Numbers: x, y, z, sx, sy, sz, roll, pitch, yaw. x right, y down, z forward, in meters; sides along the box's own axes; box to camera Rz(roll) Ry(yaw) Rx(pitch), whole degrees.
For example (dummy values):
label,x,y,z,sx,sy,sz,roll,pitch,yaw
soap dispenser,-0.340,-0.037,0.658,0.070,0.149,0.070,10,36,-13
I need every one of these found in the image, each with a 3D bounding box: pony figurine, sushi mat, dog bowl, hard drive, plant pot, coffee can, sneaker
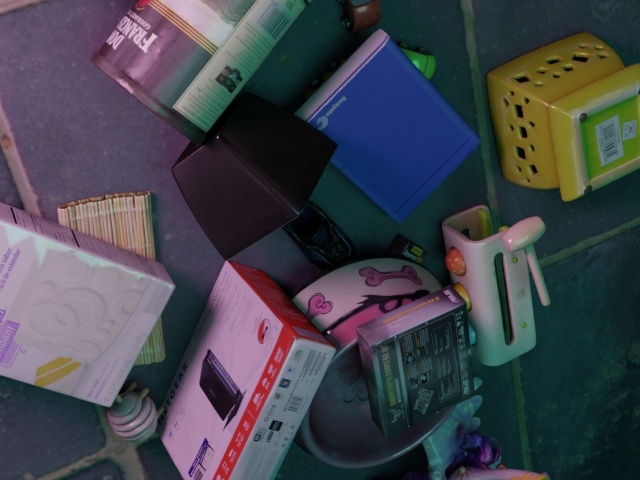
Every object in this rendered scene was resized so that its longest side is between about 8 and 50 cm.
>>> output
label,x,y,z,sx,sy,sz,roll,pitch,yaw
pony figurine,0.272,0.473,2.166,0.351,0.363,0.302,-37,117,-26
sushi mat,-0.337,0.073,1.835,0.151,0.019,0.316,-12,117,-20
dog bowl,0.087,0.234,2.006,0.408,0.150,0.408,-16,128,-21
hard drive,0.117,-0.183,1.887,0.210,0.040,0.319,-45,134,6
plant pot,0.455,-0.210,1.989,0.227,0.207,0.228,-25,122,-15
coffee can,-0.171,-0.308,1.634,0.201,0.201,0.275,37,92,-34
plant pot,-0.115,-0.114,1.739,0.167,0.187,0.188,45,132,-18
sneaker,0.000,0.000,1.926,0.081,0.090,0.232,-48,124,0

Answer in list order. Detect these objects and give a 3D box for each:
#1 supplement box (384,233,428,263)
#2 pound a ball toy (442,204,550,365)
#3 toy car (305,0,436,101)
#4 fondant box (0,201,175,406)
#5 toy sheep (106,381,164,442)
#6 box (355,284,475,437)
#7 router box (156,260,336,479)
label,x,y,z,sx,sy,sz,roll,pitch,yaw
supplement box,0.147,0.039,2.046,0.055,0.043,0.083,29,97,-33
pound a ball toy,0.315,0.084,2.051,0.136,0.208,0.319,-22,121,-16
toy car,0.105,-0.305,1.861,0.225,0.053,0.239,9,108,-29
fondant box,-0.428,0.099,1.739,0.330,0.096,0.238,23,103,-28
toy sheep,-0.319,0.294,1.906,0.091,0.091,0.132,-37,129,-7
box,0.164,0.206,1.894,0.183,0.056,0.231,-23,130,-13
router box,-0.136,0.245,1.844,0.082,0.301,0.335,18,103,-32
